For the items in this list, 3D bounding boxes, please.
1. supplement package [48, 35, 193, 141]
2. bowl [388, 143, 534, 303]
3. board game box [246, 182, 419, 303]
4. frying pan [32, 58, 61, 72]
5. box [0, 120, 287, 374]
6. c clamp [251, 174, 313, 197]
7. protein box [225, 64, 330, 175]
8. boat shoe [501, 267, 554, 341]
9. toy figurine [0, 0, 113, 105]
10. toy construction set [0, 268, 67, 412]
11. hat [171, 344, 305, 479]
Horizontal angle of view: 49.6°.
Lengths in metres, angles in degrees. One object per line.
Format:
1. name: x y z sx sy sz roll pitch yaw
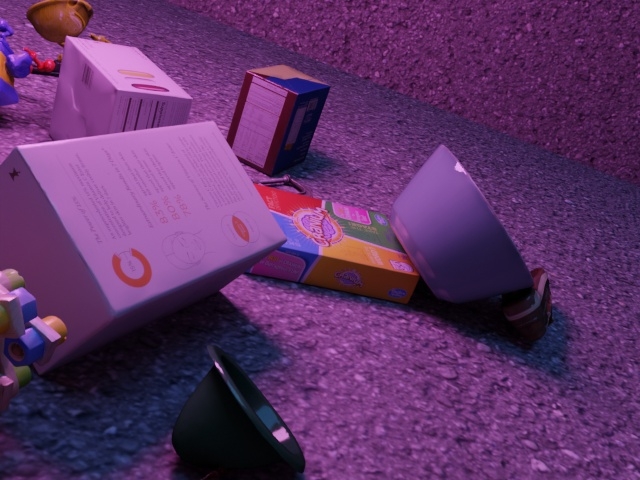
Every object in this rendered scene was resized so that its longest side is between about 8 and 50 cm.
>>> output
1. supplement package: -0.378 -0.229 1.285 0.145 0.204 0.262 -1 33 -41
2. bowl: 0.241 -0.005 1.289 0.312 0.163 0.311 55 8 -12
3. board game box: 0.000 0.000 1.287 0.316 0.064 0.242 12 26 -19
4. frying pan: -0.598 -0.423 1.699 0.326 0.053 0.197 16 24 -18
5. box: -0.239 -0.010 0.902 0.215 0.168 0.345 58 32 5
6. c clamp: -0.097 -0.120 1.505 0.160 0.022 0.137 -7 36 -45
7. protein box: -0.100 -0.285 1.620 0.135 0.201 0.200 27 25 13
8. boat shoe: 0.409 0.130 1.350 0.095 0.095 0.257 59 28 0
9. toy figurine: -0.595 -0.312 1.332 0.362 0.191 0.217 -7 64 9
10. toy construction set: -0.397 0.064 0.661 0.327 0.215 0.151 34 27 26
11. hat: -0.141 0.233 0.754 0.173 0.183 0.208 48 -6 33
